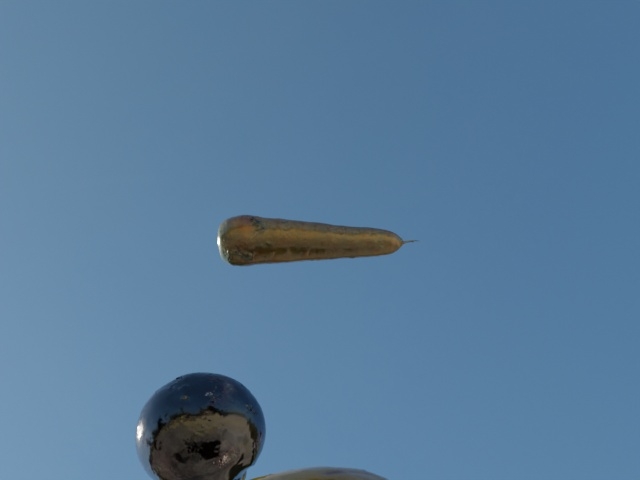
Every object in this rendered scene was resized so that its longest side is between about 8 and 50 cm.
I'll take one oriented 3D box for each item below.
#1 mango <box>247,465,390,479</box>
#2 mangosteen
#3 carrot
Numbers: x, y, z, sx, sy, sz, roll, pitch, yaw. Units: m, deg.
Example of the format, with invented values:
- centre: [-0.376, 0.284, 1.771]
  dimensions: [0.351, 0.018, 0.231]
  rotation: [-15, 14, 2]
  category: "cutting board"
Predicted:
- centre: [-0.076, 0.376, 1.037]
  dimensions: [0.445, 0.301, 0.220]
  rotation: [1, -108, -22]
  category: "mango"
- centre: [-0.192, 0.341, 1.501]
  dimensions: [0.212, 0.211, 0.249]
  rotation: [-8, -61, -11]
  category: "mangosteen"
- centre: [0.000, 0.000, 1.336]
  dimensions: [0.298, 0.078, 0.078]
  rotation: [0, -66, -5]
  category: "carrot"
